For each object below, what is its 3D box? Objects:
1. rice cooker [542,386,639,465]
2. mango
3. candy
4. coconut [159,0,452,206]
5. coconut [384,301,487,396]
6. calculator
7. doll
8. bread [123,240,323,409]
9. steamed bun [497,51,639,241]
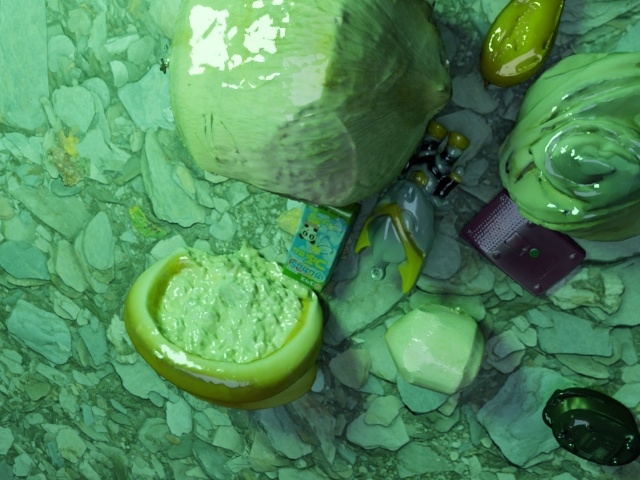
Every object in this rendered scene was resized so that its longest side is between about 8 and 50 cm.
[{"bbox_3d":[0.503,0.344,0.927,0.166,0.106,0.112,18,119,2],"label":"rice cooker"},{"bbox_3d":[0.313,-0.318,0.775,0.101,0.066,0.187,32,112,16],"label":"mango"},{"bbox_3d":[0.000,0.000,1.012,0.097,0.062,0.194,26,117,10],"label":"candy"},{"bbox_3d":[0.012,-0.240,0.745,0.405,0.404,0.404,7,112,18],"label":"coconut"},{"bbox_3d":[0.213,0.198,0.952,0.183,0.171,0.170,21,115,10],"label":"coconut"},{"bbox_3d":[0.361,0.007,0.895,0.190,0.034,0.126,40,116,2],"label":"calculator"},{"bbox_3d":[0.165,-0.055,0.909,0.146,0.103,0.316,30,111,13],"label":"doll"},{"bbox_3d":[-0.200,0.181,1.088,0.424,0.328,0.245,18,156,13],"label":"bread"},{"bbox_3d":[0.411,-0.135,0.726,0.268,0.207,0.280,20,113,13],"label":"steamed bun"}]
